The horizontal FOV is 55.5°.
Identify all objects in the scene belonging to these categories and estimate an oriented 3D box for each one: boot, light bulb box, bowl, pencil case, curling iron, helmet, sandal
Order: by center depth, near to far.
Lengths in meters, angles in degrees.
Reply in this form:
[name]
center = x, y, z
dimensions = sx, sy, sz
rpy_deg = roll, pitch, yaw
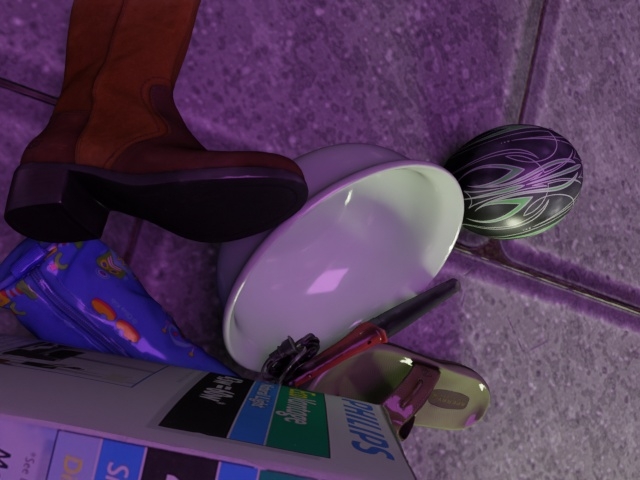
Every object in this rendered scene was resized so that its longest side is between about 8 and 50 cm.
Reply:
[light bulb box]
center = -0.146, 0.279, 0.434
dimensions = 0.361, 0.225, 0.357
rpy_deg = 10, 88, 0
[boot]
center = -0.135, -0.134, 0.570
dimensions = 0.096, 0.264, 0.280
rpy_deg = 60, 28, -55
[pencil case]
center = -0.185, 0.112, 0.614
dimensions = 0.119, 0.133, 0.306
rpy_deg = -46, 107, -14
[bowl]
center = 0.000, 0.000, 0.672
dimensions = 0.298, 0.297, 0.134
rpy_deg = -26, 55, -20
[curling iron]
center = 0.058, 0.102, 0.695
dimensions = 0.274, 0.068, 0.035
rpy_deg = -19, 53, -26
[sandal]
center = 0.107, 0.198, 0.760
dimensions = 0.303, 0.086, 0.120
rpy_deg = 11, 110, -27
[helmet]
center = 0.258, -0.079, 0.817
dimensions = 0.170, 0.161, 0.169
rpy_deg = 1, 89, -26
